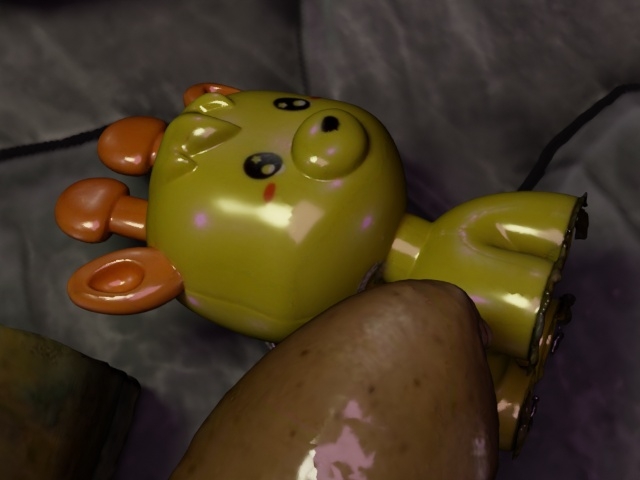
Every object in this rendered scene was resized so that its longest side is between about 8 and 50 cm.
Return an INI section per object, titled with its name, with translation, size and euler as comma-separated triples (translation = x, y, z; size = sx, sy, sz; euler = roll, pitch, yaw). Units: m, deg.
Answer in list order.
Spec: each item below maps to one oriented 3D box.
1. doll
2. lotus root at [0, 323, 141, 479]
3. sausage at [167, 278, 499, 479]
[doll]
translation = 0.000, 0.000, 0.743
size = 0.221, 0.135, 0.143
euler = 16, 50, 8
[lotus root]
translation = -0.247, 0.129, 0.705
size = 0.267, 0.149, 0.260
euler = 19, 81, 6
[sausage]
translation = -0.061, 0.242, 0.643
size = 0.123, 0.136, 0.501
euler = 26, 97, 32
